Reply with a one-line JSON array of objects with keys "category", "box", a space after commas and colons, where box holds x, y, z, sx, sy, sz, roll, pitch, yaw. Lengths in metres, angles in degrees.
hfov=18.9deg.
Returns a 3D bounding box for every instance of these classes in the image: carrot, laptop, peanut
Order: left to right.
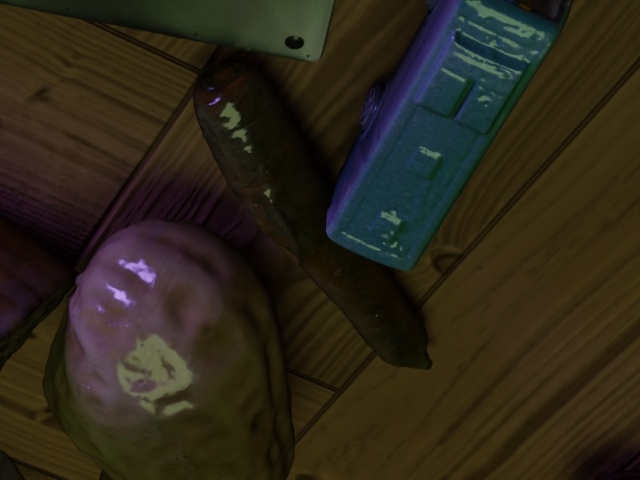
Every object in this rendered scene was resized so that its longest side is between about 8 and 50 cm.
[{"category": "laptop", "box": [-0.115, -0.210, 1.263, 0.269, 0.015, 0.187, 11, 136, -3]}, {"category": "peanut", "box": [-0.118, 0.139, 1.511, 0.192, 0.169, 0.387, 6, 136, 10]}, {"category": "carrot", "box": [0.000, -0.001, 1.427, 0.070, 0.070, 0.342, -16, 132, 22]}]

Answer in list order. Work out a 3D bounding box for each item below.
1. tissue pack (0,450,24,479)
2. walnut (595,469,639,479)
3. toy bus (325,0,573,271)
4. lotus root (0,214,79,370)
[{"category": "tissue pack", "box": [-0.322, 0.325, 1.750, 0.159, 0.136, 0.246, -10, 133, 16]}, {"category": "walnut", "box": [0.302, 0.270, 1.623, 0.245, 0.137, 0.137, 35, 130, -29]}, {"category": "toy bus", "box": [0.087, -0.096, 1.292, 0.091, 0.109, 0.262, 22, 133, -6]}, {"category": "lotus root", "box": [-0.376, 0.093, 1.423, 0.250, 0.316, 0.316, 35, 131, -5]}]
